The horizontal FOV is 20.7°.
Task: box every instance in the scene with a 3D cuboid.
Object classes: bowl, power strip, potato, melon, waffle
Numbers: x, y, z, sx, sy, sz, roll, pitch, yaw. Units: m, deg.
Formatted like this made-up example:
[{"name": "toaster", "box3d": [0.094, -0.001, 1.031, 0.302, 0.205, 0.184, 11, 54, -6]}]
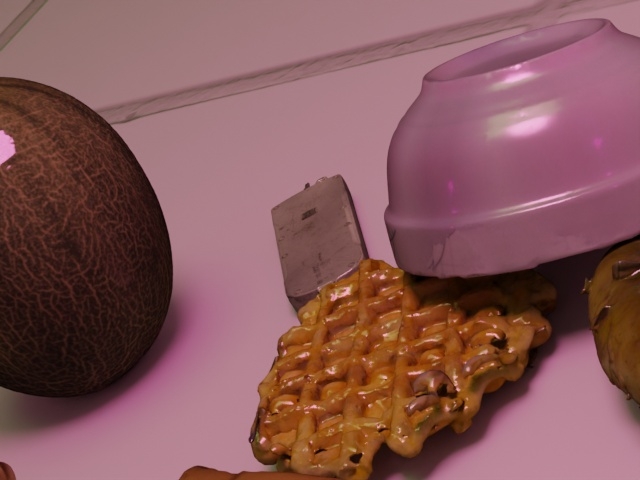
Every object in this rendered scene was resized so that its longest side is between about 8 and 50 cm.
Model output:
[{"name": "bowl", "box3d": [0.176, -0.086, 1.405, 0.287, 0.143, 0.287, -18, 13, 4]}, {"name": "power strip", "box3d": [0.000, 0.000, 1.626, 0.080, 0.029, 0.227, -26, 27, 7]}, {"name": "potato", "box3d": [0.248, 0.057, 1.225, 0.117, 0.090, 0.225, -13, 24, -3]}, {"name": "melon", "box3d": [-0.262, -0.005, 1.574, 0.237, 0.301, 0.237, -21, 25, 10]}, {"name": "waffle", "box3d": [0.054, 0.092, 1.386, 0.280, 0.060, 0.262, -39, 25, -24]}]

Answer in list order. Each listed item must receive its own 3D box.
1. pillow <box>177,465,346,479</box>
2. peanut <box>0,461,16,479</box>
[{"name": "pillow", "box3d": [-0.068, 0.258, 1.133, 0.312, 0.119, 0.310, 0, 34, 45]}, {"name": "peanut", "box3d": [-0.384, 0.271, 1.366, 0.174, 0.158, 0.340, -39, 10, 41]}]
